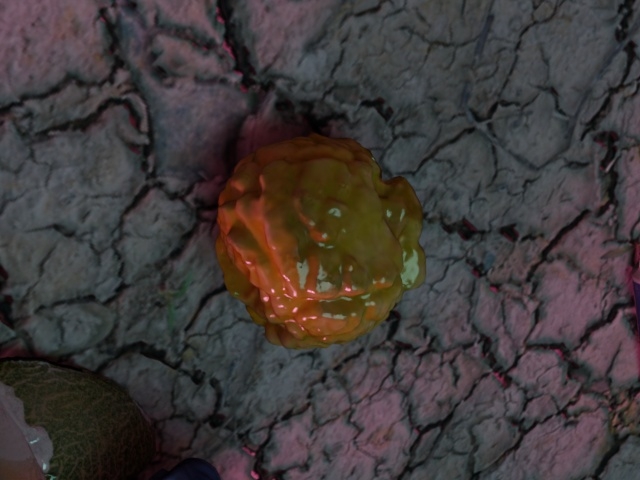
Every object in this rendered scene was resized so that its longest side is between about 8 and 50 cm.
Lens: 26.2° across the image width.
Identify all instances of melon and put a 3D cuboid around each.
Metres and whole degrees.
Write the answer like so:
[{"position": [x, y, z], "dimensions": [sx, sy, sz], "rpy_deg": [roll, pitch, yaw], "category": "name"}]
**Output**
[{"position": [-0.212, 0.181, 1.129], "dimensions": [0.093, 0.139, 0.202], "rpy_deg": [-39, 136, 25], "category": "melon"}]

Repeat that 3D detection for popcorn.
[{"position": [0.000, 0.000, 1.110], "dimensions": [0.180, 0.180, 0.170], "rpy_deg": [-50, 165, 5], "category": "popcorn"}]

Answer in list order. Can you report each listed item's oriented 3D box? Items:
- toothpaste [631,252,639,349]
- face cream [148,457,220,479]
[{"position": [0.353, 0.082, 1.445], "dimensions": [0.057, 0.035, 0.197], "rpy_deg": [-20, 129, 0], "category": "toothpaste"}, {"position": [-0.130, 0.331, 1.128], "dimensions": [0.249, 0.225, 0.249], "rpy_deg": [-40, 174, -5], "category": "face cream"}]
